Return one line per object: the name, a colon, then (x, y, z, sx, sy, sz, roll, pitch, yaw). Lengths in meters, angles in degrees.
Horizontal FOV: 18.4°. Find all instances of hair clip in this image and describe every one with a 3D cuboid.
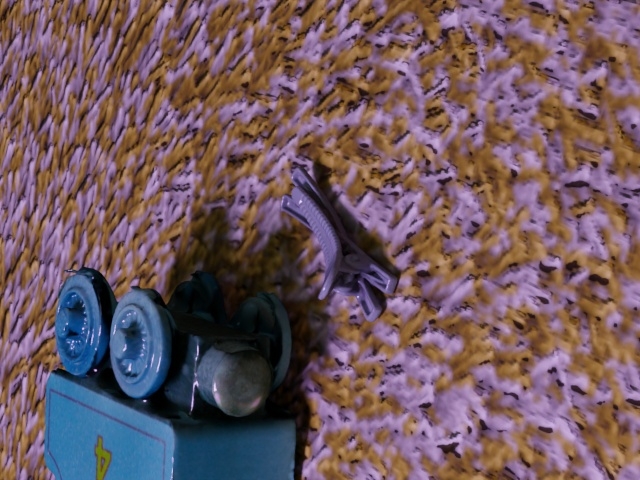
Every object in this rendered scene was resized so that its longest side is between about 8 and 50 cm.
hair clip: (0.000, -0.001, 1.109, 0.030, 0.039, 0.115, -60, 36, 21)

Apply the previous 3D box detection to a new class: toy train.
toy train: (-0.092, 0.096, 1.171, 0.198, 0.107, 0.154, 13, 102, 56)
